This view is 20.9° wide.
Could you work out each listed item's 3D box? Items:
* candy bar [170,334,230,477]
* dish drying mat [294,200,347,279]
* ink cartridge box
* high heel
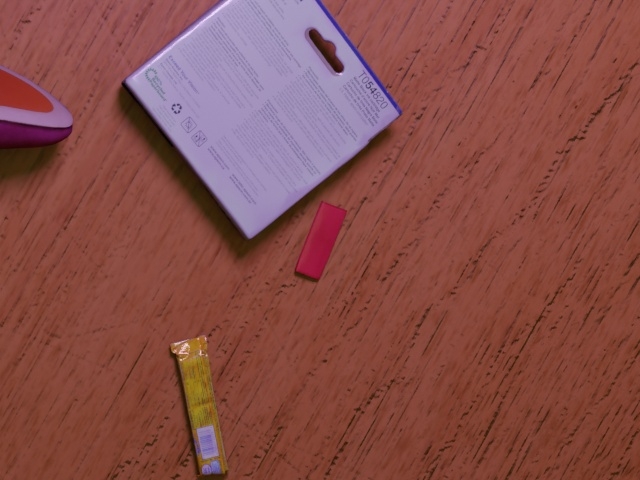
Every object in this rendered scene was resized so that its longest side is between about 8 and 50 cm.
[{"bbox_3d":[-0.130,0.186,1.900,0.040,0.018,0.161,-11,99,-8],"label":"candy bar"},{"bbox_3d":[0.000,0.000,1.916,0.032,0.008,0.083,21,90,-15],"label":"dish drying mat"},{"bbox_3d":[-0.061,-0.153,1.865,0.224,0.045,0.223,-39,103,-7],"label":"ink cartridge box"},{"bbox_3d":[-0.452,-0.109,1.771,0.377,0.127,0.181,13,122,-18],"label":"high heel"}]
